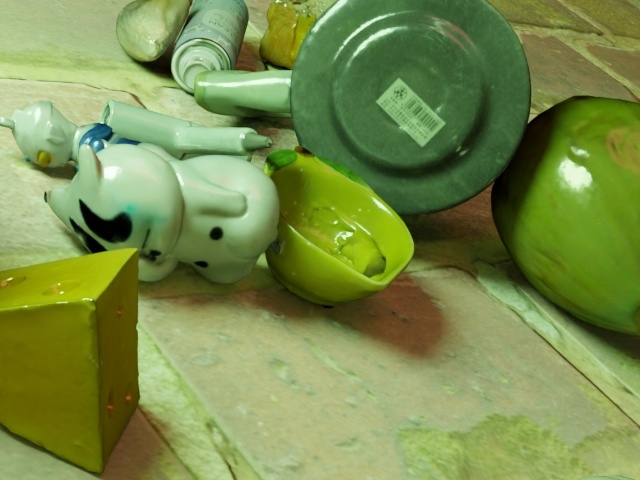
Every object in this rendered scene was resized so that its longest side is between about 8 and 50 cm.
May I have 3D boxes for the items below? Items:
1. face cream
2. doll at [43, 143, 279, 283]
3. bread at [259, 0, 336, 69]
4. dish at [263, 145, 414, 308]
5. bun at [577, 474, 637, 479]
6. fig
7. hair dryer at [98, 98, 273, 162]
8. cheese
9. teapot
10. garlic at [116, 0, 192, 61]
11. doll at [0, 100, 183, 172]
[{"bbox_3d":[-0.130,-0.232,1.361,0.075,0.075,0.229,22,27,-10],"label":"face cream"},{"bbox_3d":[-0.122,-0.022,0.953,0.181,0.110,0.106,3,56,-32],"label":"doll"},{"bbox_3d":[0.053,-0.333,1.592,0.109,0.185,0.380,29,26,18],"label":"bread"},{"bbox_3d":[0.000,0.000,1.057,0.149,0.080,0.207,11,32,-30],"label":"dish"},{"bbox_3d":[0.238,0.222,0.863,0.138,0.094,0.138,23,23,-10],"label":"bun"},{"bbox_3d":[0.312,-0.020,1.222,0.239,0.239,0.271,5,51,-37],"label":"fig"},{"bbox_3d":[-0.111,-0.099,1.084,0.155,0.044,0.183,12,-4,-26],"label":"hair dryer"},{"bbox_3d":[-0.213,0.065,0.761,0.171,0.126,0.093,7,25,5],"label":"cheese"},{"bbox_3d":[0.062,-0.131,1.240,0.239,0.322,0.239,-20,86,-82],"label":"teapot"},{"bbox_3d":[-0.197,-0.245,1.318,0.066,0.084,0.152,40,37,-15],"label":"garlic"},{"bbox_3d":[-0.183,-0.073,1.049,0.227,0.057,0.114,20,6,-18],"label":"doll"}]
